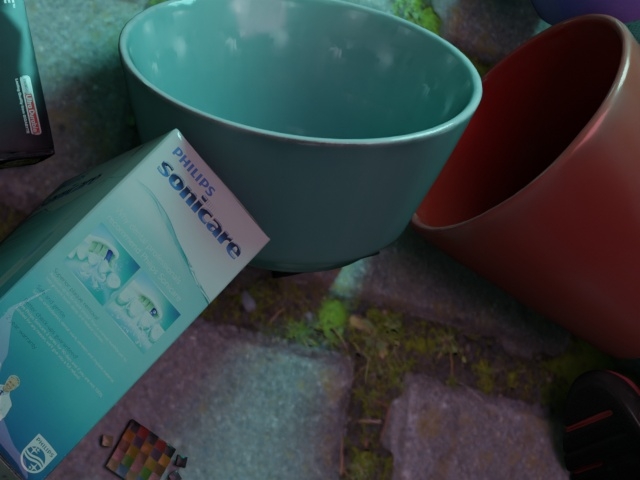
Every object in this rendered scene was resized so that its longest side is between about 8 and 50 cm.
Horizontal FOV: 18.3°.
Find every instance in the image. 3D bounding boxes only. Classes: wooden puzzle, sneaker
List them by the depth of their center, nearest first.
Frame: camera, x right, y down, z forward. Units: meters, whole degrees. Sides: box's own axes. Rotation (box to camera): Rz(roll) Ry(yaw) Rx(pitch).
[{"bbox_3d":[-0.155,0.188,1.712,0.083,0.006,0.049,38,62,-20],"label":"wooden puzzle"},{"bbox_3d":[0.352,0.231,1.975,0.314,0.116,0.136,52,46,-18],"label":"sneaker"}]

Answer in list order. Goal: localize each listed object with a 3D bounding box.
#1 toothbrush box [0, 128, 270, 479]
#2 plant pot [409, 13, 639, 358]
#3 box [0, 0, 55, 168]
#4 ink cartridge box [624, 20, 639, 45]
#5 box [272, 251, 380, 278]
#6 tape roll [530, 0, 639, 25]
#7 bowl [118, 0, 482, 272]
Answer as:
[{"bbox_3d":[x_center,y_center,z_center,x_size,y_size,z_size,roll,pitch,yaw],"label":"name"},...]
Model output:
[{"bbox_3d":[-0.215,0.064,1.579,0.126,0.216,0.295,50,58,-14],"label":"toothbrush box"},{"bbox_3d":[0.258,-0.035,1.865,0.243,0.275,0.275,43,61,-21],"label":"plant pot"},{"bbox_3d":[-0.329,-0.162,1.656,0.175,0.051,0.220,-8,83,-33],"label":"box"},{"bbox_3d":[0.453,-0.187,1.980,0.226,0.306,0.131,27,90,-26],"label":"ink cartridge box"},{"bbox_3d":[0.000,0.000,1.817,0.083,0.062,0.052,-11,87,-33],"label":"box"},{"bbox_3d":[0.320,-0.320,1.953,0.275,0.275,0.090,-47,121,-30],"label":"tape roll"},{"bbox_3d":[-0.026,-0.085,1.712,0.312,0.311,0.163,-13,125,-33],"label":"bowl"}]
